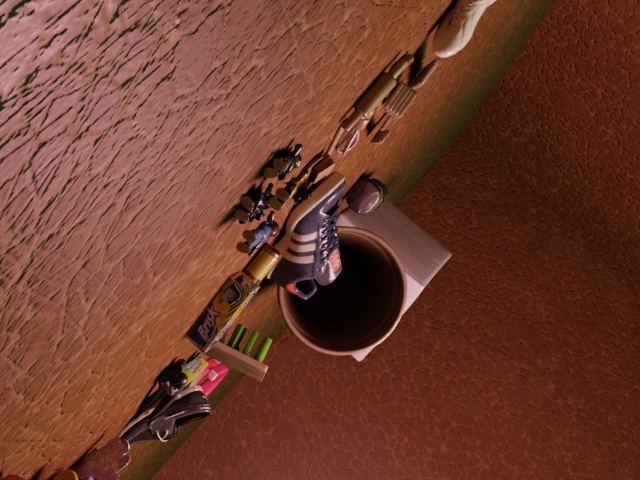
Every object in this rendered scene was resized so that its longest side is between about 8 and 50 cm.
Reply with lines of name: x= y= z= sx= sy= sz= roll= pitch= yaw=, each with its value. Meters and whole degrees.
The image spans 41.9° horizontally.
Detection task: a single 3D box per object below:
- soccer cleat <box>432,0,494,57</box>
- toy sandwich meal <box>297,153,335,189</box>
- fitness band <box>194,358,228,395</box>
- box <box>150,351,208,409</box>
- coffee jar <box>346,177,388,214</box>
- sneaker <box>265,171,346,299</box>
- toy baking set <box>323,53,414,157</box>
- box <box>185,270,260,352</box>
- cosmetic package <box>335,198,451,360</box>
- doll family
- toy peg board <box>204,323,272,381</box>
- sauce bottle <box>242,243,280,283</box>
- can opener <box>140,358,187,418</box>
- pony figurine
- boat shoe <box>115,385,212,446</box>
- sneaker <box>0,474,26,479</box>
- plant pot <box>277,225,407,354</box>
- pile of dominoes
soccer cleat: x=0.270 y=-0.425 z=1.535 sx=0.196 sy=0.068 sz=0.076 roll=-51 pitch=159 yaw=-1
toy sandwich meal: x=-0.010 y=-0.119 z=1.508 sx=0.085 sy=0.029 sz=0.085 roll=-47 pitch=173 yaw=-7
fitness band: x=-0.345 y=0.415 z=2.282 sx=0.209 sy=0.054 sz=0.291 roll=-50 pitch=173 yaw=3
box: x=-0.330 y=0.340 z=1.983 sx=0.105 sy=0.043 sz=0.179 roll=-42 pitch=169 yaw=-48
coffee jar: x=0.126 y=-0.119 z=2.259 sx=0.096 sy=0.079 sz=0.184 roll=-47 pitch=175 yaw=10
sneaker: x=0.000 y=0.000 z=1.759 sx=0.131 sy=0.148 sz=0.350 roll=-44 pitch=172 yaw=-39
toy baking set: x=0.086 y=-0.229 z=1.527 sx=0.256 sy=0.030 sz=0.197 roll=-49 pitch=174 yaw=-7
box: x=-0.196 y=0.144 z=1.675 sx=0.169 sy=0.054 sz=0.059 roll=-52 pitch=174 yaw=20
cosmetic package: x=0.148 y=0.097 z=2.585 sx=0.329 sy=0.327 sz=0.393 roll=-52 pitch=172 yaw=24
doll family: x=-0.072 y=-0.058 z=1.282 sx=0.193 sy=0.076 sz=0.111 roll=-47 pitch=180 yaw=22
toy peg board: x=-0.189 y=0.254 z=1.977 sx=0.079 sy=0.161 sz=0.161 roll=-63 pitch=179 yaw=-19
sauce bottle: x=-0.134 y=0.065 z=1.707 sx=0.128 sy=0.042 sz=0.042 roll=-49 pitch=174 yaw=11
can opener: x=-0.336 y=0.333 z=1.811 sx=0.186 sy=0.059 sz=0.073 roll=-54 pitch=173 yaw=34
pony figurine: x=-0.448 y=0.549 z=1.552 sx=0.351 sy=0.303 sz=0.363 roll=-39 pitch=156 yaw=-19
boat shoe: x=-0.360 y=0.419 z=1.902 sx=0.233 sy=0.079 sz=0.084 roll=-28 pitch=159 yaw=-13
sneaker: x=-0.525 y=0.472 z=1.207 sx=0.314 sy=0.116 sz=0.136 roll=-59 pitch=161 yaw=20
plant pot: x=0.037 y=0.113 z=2.179 sx=0.323 sy=0.323 sz=0.280 roll=-49 pitch=-170 yaw=-2
pile of dominoes: x=0.155 y=-0.285 z=1.683 sx=0.196 sy=0.040 sz=0.251 roll=-55 pitch=-175 yaw=5
